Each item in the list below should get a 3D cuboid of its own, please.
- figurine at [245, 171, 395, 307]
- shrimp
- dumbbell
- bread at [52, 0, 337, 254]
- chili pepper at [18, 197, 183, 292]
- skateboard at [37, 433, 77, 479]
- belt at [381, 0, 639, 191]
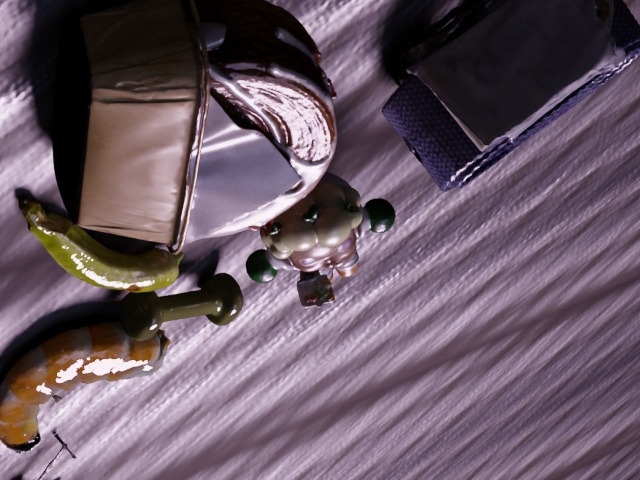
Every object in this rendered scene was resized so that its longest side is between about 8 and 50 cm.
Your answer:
[{"bbox_3d":[0.000,0.001,1.558,0.147,0.093,0.197,-24,149,1],"label":"figurine"},{"bbox_3d":[-0.224,0.140,1.566,0.161,0.049,0.166,-4,137,-38],"label":"shrimp"},{"bbox_3d":[-0.126,0.060,1.545,0.118,0.046,0.052,-9,155,-44],"label":"dumbbell"},{"bbox_3d":[-0.094,-0.098,1.308,0.212,0.142,0.224,-6,139,-19],"label":"bread"},{"bbox_3d":[-0.190,0.014,1.439,0.049,0.043,0.208,-36,150,23],"label":"chili pepper"},{"bbox_3d":[-0.258,0.225,1.662,0.064,0.032,0.083,-8,141,-54],"label":"skateboard"},{"bbox_3d":[0.166,-0.155,1.493,0.230,0.126,0.139,-35,172,-4],"label":"belt"}]
